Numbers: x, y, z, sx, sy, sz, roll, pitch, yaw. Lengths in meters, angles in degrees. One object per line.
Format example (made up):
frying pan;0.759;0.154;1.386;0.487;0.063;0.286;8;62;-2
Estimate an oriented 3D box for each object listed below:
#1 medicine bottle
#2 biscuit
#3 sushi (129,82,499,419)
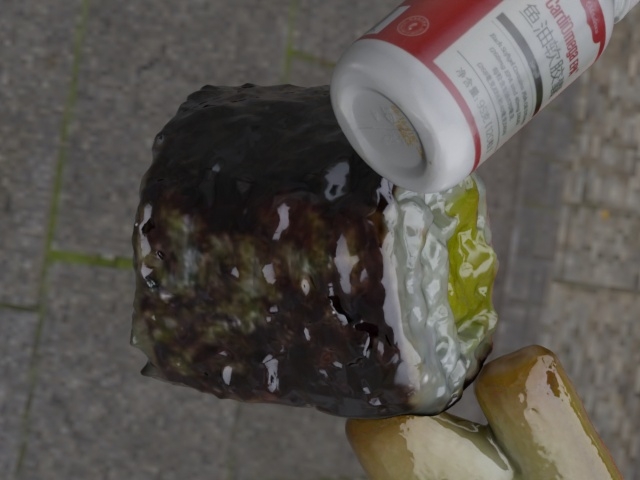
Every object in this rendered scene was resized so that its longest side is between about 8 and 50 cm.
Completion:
medicine bottle;0.130;-0.152;1.390;0.250;0.131;0.131;-41;132;-25
biscuit;0.180;0.250;1.811;0.291;0.237;0.062;62;23;-22
sushi;-0.003;0.000;1.700;0.281;0.294;0.299;-18;111;-63
